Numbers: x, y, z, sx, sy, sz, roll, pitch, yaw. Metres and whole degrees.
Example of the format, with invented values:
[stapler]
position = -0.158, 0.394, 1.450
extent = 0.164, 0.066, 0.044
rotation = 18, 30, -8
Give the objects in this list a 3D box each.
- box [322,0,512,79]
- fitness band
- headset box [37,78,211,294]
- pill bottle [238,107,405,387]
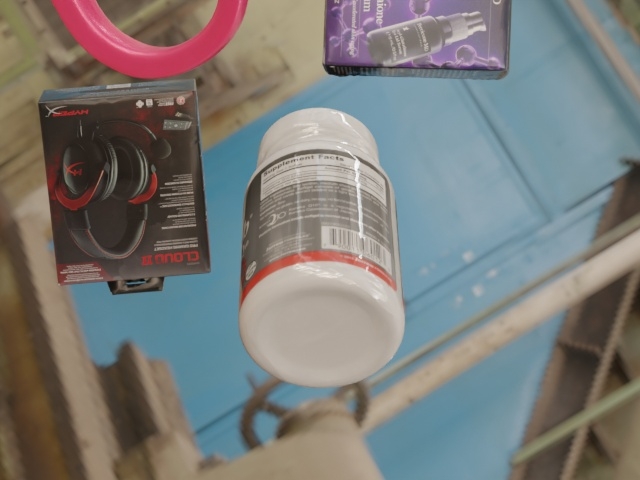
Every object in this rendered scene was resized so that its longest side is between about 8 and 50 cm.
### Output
[box]
position = 0.107, -0.260, 1.692
extent = 0.108, 0.207, 0.153
rotation = -9, 100, -87
[fitness band]
position = -0.181, -0.298, 1.461
extent = 0.291, 0.209, 0.054
rotation = 64, 24, -9
[headset box]
position = -0.269, -0.068, 2.137
extent = 0.110, 0.218, 0.293
rotation = -107, -166, -74
[pill bottle]
position = 0.000, 0.000, 2.017
extent = 0.210, 0.210, 0.363
rotation = 55, 22, -35
